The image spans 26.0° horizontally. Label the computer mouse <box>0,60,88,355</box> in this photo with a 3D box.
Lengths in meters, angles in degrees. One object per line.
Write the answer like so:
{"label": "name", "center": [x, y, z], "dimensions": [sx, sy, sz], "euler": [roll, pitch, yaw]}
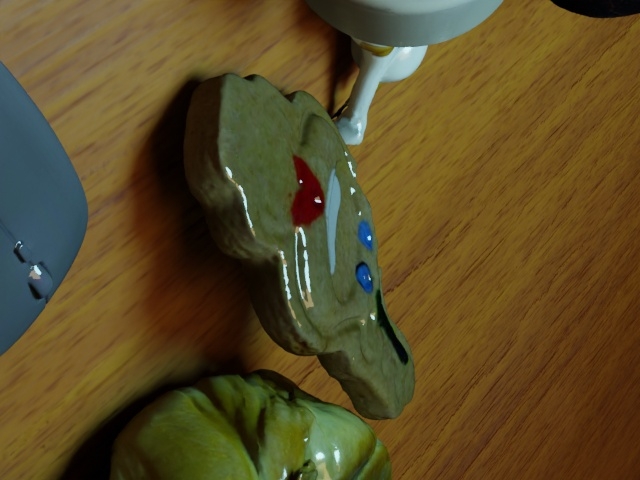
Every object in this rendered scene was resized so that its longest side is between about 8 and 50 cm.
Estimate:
{"label": "computer mouse", "center": [-0.183, -0.019, 0.704], "dimensions": [0.120, 0.057, 0.232], "euler": [-55, 152, -21]}

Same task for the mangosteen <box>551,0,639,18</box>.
{"label": "mangosteen", "center": [0.257, -0.298, 1.155], "dimensions": [0.216, 0.216, 0.216], "euler": [-43, 146, -39]}

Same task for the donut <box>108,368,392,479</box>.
{"label": "donut", "center": [-0.078, 0.268, 1.026], "dimensions": [0.360, 0.170, 0.360], "euler": [-41, 142, -43]}

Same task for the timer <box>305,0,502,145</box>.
{"label": "timer", "center": [0.053, -0.174, 0.959], "dimensions": [0.175, 0.175, 0.266], "euler": [-58, 169, -17]}

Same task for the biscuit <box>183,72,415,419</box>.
{"label": "biscuit", "center": [0.001, 0.008, 0.974], "dimensions": [0.320, 0.047, 0.183], "euler": [65, 30, -30]}
